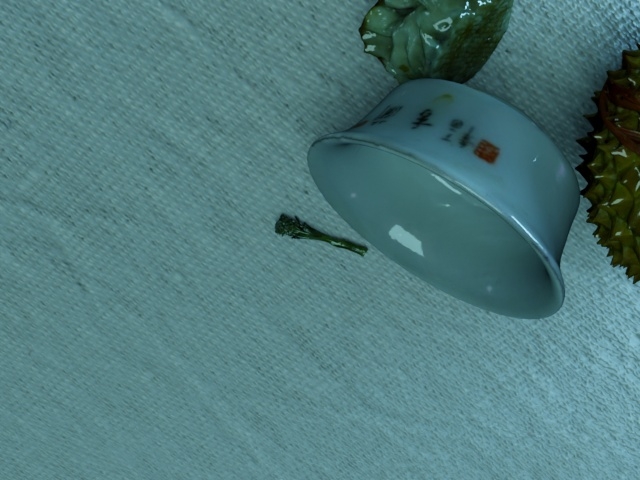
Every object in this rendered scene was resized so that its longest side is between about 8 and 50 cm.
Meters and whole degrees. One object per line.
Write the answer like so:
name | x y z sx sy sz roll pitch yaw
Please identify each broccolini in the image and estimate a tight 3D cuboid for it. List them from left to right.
broccolini | 0.000 0.000 1.221 0.140 0.030 0.035 20 125 -10

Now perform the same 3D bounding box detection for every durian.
durian | 0.467 -0.090 0.975 0.347 0.347 0.384 -16 102 12

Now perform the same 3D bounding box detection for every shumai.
shumai | 0.139 -0.275 1.036 0.142 0.184 0.184 41 116 18

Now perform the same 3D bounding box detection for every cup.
cup | 0.171 -0.068 1.024 0.347 0.347 0.163 40 74 -14
